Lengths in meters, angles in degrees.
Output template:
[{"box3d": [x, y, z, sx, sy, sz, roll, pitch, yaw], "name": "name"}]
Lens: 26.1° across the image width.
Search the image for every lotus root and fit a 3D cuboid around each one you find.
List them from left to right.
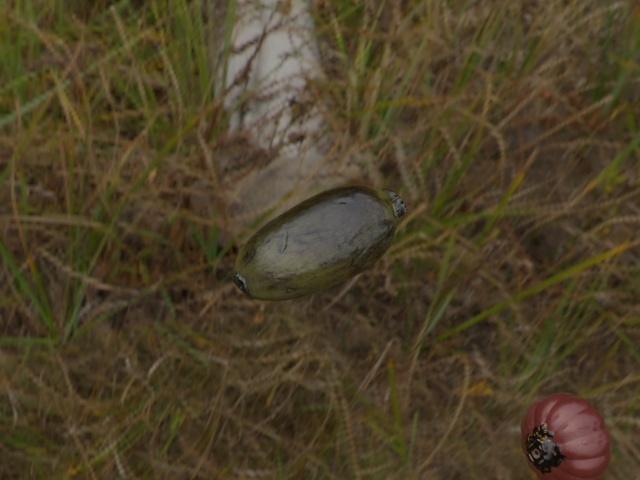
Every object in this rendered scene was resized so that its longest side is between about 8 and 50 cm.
[{"box3d": [0.000, 0.000, 1.293, 0.179, 0.080, 0.089, -26, 46, -15], "name": "lotus root"}]

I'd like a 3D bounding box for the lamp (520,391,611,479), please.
[{"box3d": [0.266, 0.219, 1.501, 0.092, 0.107, 0.107, -14, 66, -34], "name": "lamp"}]
